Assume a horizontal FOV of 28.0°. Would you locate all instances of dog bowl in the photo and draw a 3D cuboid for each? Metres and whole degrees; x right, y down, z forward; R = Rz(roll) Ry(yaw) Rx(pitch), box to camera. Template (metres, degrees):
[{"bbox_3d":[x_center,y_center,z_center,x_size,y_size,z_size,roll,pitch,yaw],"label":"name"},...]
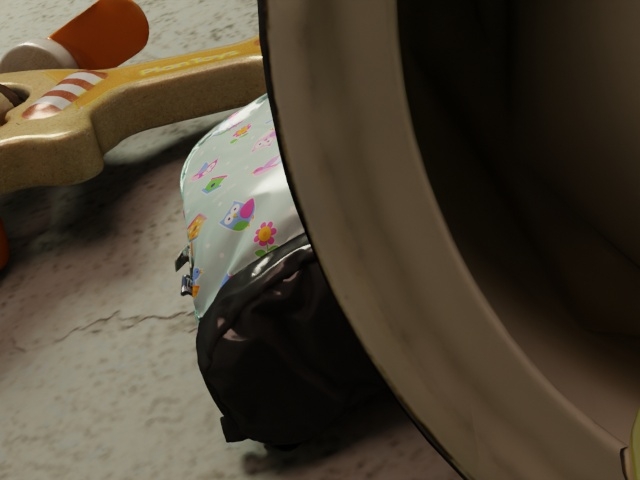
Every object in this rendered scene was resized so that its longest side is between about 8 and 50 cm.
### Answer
[{"bbox_3d":[0.188,-0.084,0.408,0.408,0.408,0.150,-18,14,6],"label":"dog bowl"}]

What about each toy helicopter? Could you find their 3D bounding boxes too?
[{"bbox_3d":[-0.151,-0.095,0.884,0.355,0.140,0.235,-13,23,-6],"label":"toy helicopter"}]

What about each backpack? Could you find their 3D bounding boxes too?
[{"bbox_3d":[0.000,0.000,0.631,0.152,0.115,0.182,-23,30,3],"label":"backpack"}]

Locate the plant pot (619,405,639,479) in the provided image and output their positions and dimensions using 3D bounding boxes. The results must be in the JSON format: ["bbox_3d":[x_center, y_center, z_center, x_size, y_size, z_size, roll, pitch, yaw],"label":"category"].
[{"bbox_3d":[0.190,0.116,0.256,0.207,0.227,0.228,-19,32,16],"label":"plant pot"}]
